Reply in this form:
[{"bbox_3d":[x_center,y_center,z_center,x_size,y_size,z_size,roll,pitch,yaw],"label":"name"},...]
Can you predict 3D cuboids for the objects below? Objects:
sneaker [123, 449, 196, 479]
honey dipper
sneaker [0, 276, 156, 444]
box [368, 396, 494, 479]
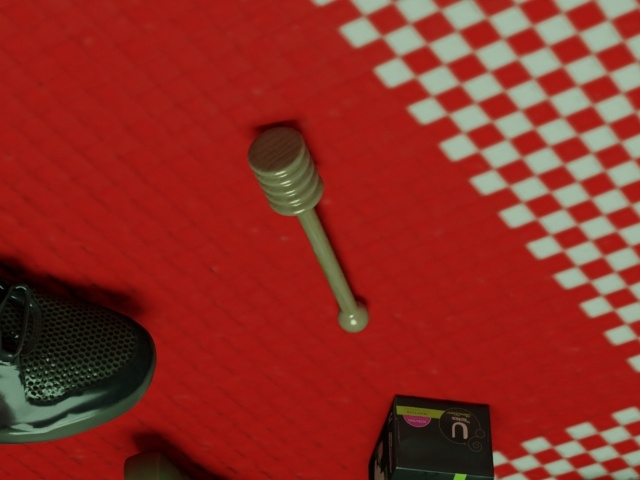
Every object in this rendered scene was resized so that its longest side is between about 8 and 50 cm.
[{"bbox_3d":[-0.055,0.185,1.101,0.086,0.064,0.192,-16,139,8],"label":"sneaker"},{"bbox_3d":[0.000,0.000,0.897,0.030,0.030,0.161,-10,144,13],"label":"honey dipper"},{"bbox_3d":[-0.197,0.038,0.897,0.227,0.087,0.130,11,146,-4],"label":"sneaker"},{"bbox_3d":[0.066,0.141,1.046,0.062,0.052,0.083,6,142,-7],"label":"box"}]
